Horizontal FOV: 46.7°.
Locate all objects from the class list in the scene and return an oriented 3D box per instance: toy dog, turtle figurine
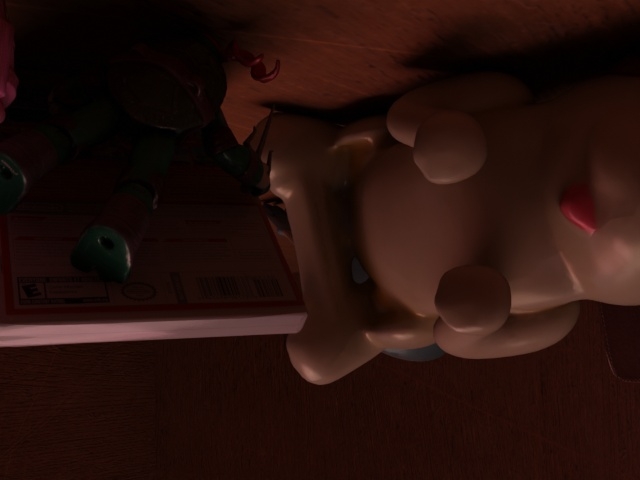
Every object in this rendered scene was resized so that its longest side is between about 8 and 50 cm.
[{"bbox_3d":[0.195,-0.017,0.705,0.396,0.284,0.408,3,170,-44],"label":"toy dog"},{"bbox_3d":[-0.122,-0.085,0.526,0.175,0.234,0.118,24,134,7],"label":"turtle figurine"}]

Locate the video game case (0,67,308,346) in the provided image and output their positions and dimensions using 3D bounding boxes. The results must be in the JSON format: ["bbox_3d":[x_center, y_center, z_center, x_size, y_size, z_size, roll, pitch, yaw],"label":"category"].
[{"bbox_3d":[-0.146,-0.039,0.566,0.204,0.285,0.025,1,133,-27],"label":"video game case"}]

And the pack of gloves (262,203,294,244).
[{"bbox_3d":[0.000,0.000,1.315,0.195,0.046,0.232,8,-159,-32],"label":"pack of gloves"}]

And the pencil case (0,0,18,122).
[{"bbox_3d":[-0.334,-0.079,0.485,0.167,0.160,0.386,-39,-163,-36],"label":"pencil case"}]

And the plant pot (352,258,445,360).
[{"bbox_3d":[0.147,0.011,1.145,0.290,0.290,0.195,3,137,-38],"label":"plant pot"}]

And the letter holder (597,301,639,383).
[{"bbox_3d":[0.386,0.008,0.862,0.152,0.301,0.214,1,173,-28],"label":"letter holder"}]
